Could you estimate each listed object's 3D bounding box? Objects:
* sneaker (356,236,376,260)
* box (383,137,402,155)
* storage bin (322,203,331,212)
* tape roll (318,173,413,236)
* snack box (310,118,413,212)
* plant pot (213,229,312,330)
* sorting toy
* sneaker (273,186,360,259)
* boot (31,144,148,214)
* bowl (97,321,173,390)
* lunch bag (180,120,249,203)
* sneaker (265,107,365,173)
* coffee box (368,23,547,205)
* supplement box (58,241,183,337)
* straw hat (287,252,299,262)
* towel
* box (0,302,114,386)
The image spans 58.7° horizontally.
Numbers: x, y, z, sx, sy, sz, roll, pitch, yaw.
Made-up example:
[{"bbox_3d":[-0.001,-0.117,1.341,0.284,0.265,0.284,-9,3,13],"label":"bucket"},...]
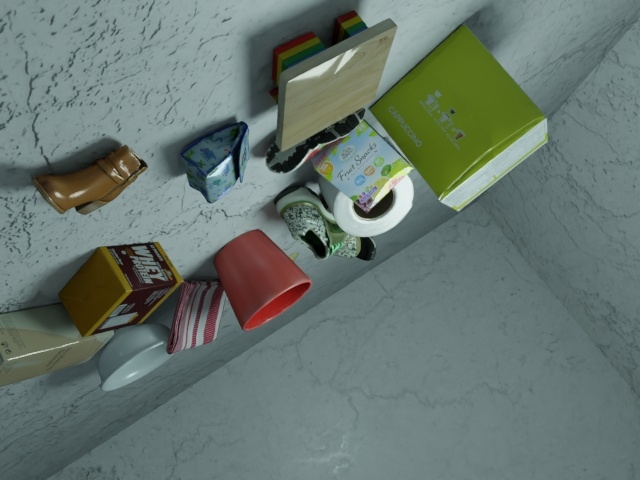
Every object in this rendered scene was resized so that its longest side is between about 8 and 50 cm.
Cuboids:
[{"bbox_3d":[0.079,-0.004,2.065,0.124,0.283,0.107,-8,123,-36],"label":"sneaker"},{"bbox_3d":[0.192,-0.262,1.830,0.101,0.102,0.087,-20,157,-45],"label":"box"},{"bbox_3d":[0.123,-0.160,1.963,0.260,0.123,0.262,-22,161,-42],"label":"storage bin"},{"bbox_3d":[0.129,-0.156,1.671,0.246,0.169,0.246,-10,129,-13],"label":"tape roll"},{"bbox_3d":[0.107,-0.199,1.480,0.207,0.070,0.174,36,107,-29],"label":"snack box"},{"bbox_3d":[-0.201,0.116,1.844,0.275,0.243,0.275,-33,165,-10],"label":"plant pot"},{"bbox_3d":[0.006,-0.335,1.175,0.257,0.089,0.255,-32,166,-16],"label":"sorting toy"},{"bbox_3d":[0.000,0.000,1.812,0.158,0.182,0.410,-24,145,26],"label":"sneaker"},{"bbox_3d":[-0.395,-0.115,0.992,0.152,0.073,0.197,-35,178,1],"label":"boot"},{"bbox_3d":[-0.615,0.358,1.882,0.298,0.134,0.298,-34,166,-10],"label":"bowl"},{"bbox_3d":[-0.209,-0.171,1.214,0.151,0.096,0.129,-46,168,-22],"label":"lunch bag"},{"bbox_3d":[-0.019,-0.263,1.394,0.279,0.107,0.118,-33,-175,0],"label":"sneaker"},{"bbox_3d":[0.401,-0.327,1.623,0.338,0.338,0.334,-39,165,17],"label":"coffee box"},{"bbox_3d":[-0.487,0.116,1.400,0.191,0.129,0.194,-42,165,23],"label":"supplement box"},{"bbox_3d":[-0.133,0.117,2.388,0.144,0.061,0.144,-34,167,-9],"label":"straw hat"},{"bbox_3d":[-0.403,0.250,1.934,0.329,0.037,0.237,10,95,-75],"label":"towel"},{"bbox_3d":[-0.681,0.245,1.382,0.148,0.121,0.311,-43,164,23],"label":"box"}]
